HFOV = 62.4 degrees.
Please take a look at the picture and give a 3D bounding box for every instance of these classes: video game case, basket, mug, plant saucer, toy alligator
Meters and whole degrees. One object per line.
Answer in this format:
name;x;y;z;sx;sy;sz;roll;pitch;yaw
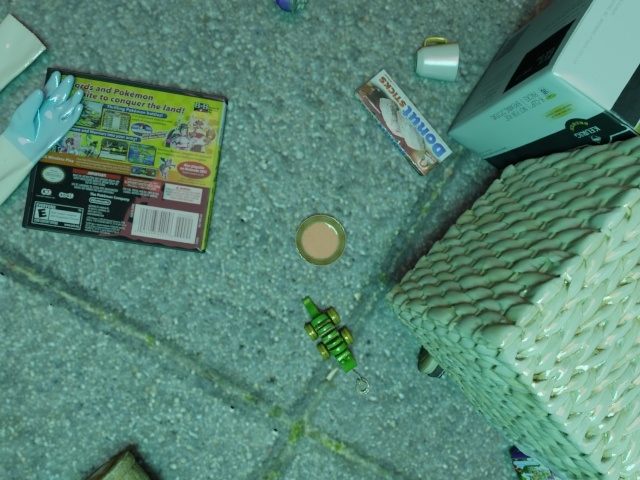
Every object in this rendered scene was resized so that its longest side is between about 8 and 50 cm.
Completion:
video game case;-0.298;-0.121;0.823;0.275;0.035;0.248;8;89;-5
basket;0.307;0.080;0.643;0.328;0.331;0.266;-45;101;-7
mug;0.189;-0.296;0.873;0.064;0.078;0.062;1;122;3
plant saucer;0.000;0.000;0.863;0.083;0.015;0.083;0;89;-7
toy alligator;0.029;0.173;0.845;0.056;0.051;0.189;-33;93;-5

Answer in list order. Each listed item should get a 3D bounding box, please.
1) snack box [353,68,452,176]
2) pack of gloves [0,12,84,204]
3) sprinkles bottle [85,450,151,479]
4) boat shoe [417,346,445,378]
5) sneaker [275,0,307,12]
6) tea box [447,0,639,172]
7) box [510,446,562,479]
snack box;0.136;-0.193;0.876;0.064;0.022;0.178;-41;93;-6
pack of gloves;-0.479;-0.195;0.778;0.195;0.046;0.232;43;91;3
sprinkles bottle;-0.221;0.486;0.780;0.121;0.121;0.355;-38;93;-5
boat shoe;0.266;0.112;0.849;0.092;0.103;0.285;39;80;0
sneaker;-0.072;-0.501;0.825;0.146;0.102;0.293;6;84;-2
tea box;0.418;-0.181;0.752;0.323;0.329;0.220;34;86;-6
box;0.467;0.398;0.797;0.293;0.057;0.201;-21;92;38
